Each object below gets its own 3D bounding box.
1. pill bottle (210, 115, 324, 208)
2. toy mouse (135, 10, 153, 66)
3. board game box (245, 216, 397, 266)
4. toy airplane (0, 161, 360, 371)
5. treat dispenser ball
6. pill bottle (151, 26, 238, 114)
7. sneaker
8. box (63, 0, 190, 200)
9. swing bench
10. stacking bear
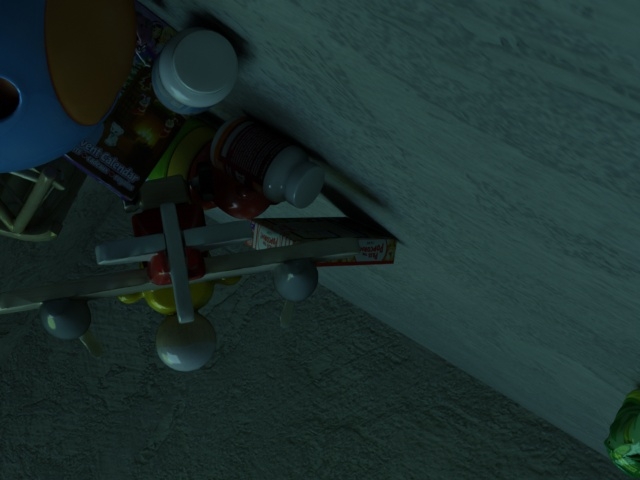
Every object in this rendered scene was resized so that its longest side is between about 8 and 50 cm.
[{"bbox_3d":[-0.072,-0.106,1.471,0.152,0.086,0.086,31,173,27],"label":"pill bottle"},{"bbox_3d":[-0.222,-0.264,1.172,0.161,0.031,0.143,54,160,-19],"label":"toy mouse"},{"bbox_3d":[0.000,0.000,1.677,0.193,0.045,0.147,-1,-165,-33],"label":"board game box"},{"bbox_3d":[-0.190,0.056,1.448,0.386,0.272,0.384,3,-164,35],"label":"toy airplane"},{"bbox_3d":[-0.323,-0.209,1.030,0.288,0.288,0.288,34,174,4],"label":"treat dispenser ball"},{"bbox_3d":[-0.138,-0.187,1.169,0.087,0.087,0.160,35,173,-13],"label":"pill bottle"},{"bbox_3d":[0.453,0.265,1.415,0.109,0.123,0.295,33,173,10],"label":"sneaker"},{"bbox_3d":[-0.291,-0.211,1.257,0.293,0.201,0.057,36,172,-19],"label":"box"},{"bbox_3d":[-0.374,-0.155,1.441,0.165,0.253,0.255,20,155,2],"label":"swing bench"},{"bbox_3d":[-0.193,-0.121,1.705,0.289,0.164,0.175,22,180,31],"label":"stacking bear"}]
